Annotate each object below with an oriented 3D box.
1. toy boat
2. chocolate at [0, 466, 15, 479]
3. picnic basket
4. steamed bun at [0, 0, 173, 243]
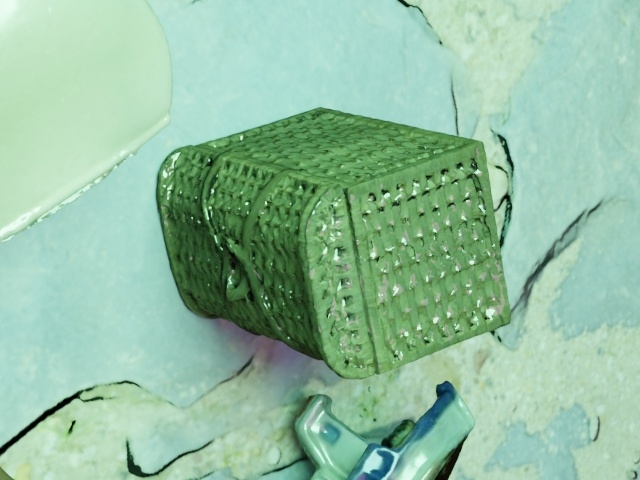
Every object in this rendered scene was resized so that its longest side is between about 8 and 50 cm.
[{"bbox_3d":[0.005,0.202,1.221,0.262,0.115,0.114,-60,165,-1],"label":"toy boat"},{"bbox_3d":[-0.231,0.164,1.098,0.064,0.031,0.101,-48,119,-22],"label":"chocolate"},{"bbox_3d":[0.000,0.000,1.121,0.154,0.196,0.134,-21,112,-29],"label":"picnic basket"},{"bbox_3d":[-0.219,-0.092,0.990,0.241,0.146,0.164,-35,120,-24],"label":"steamed bun"}]
